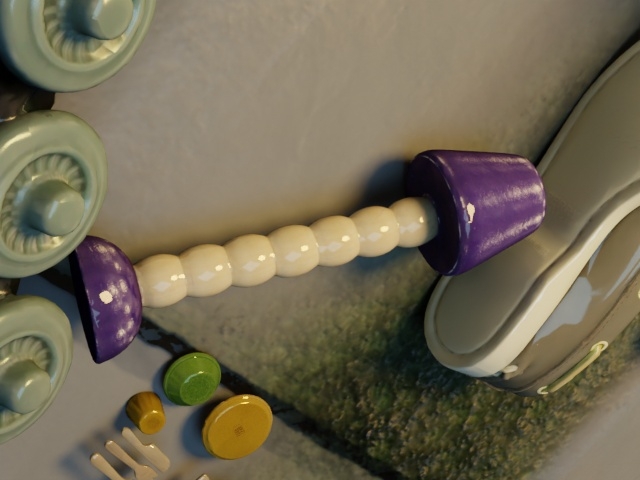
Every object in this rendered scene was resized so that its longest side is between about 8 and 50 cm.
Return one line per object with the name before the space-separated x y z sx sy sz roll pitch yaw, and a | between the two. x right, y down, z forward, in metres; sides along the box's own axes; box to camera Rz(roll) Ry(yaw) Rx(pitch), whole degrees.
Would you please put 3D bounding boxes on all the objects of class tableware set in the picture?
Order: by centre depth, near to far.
tableware set | -0.071 0.142 0.656 0.104 0.024 0.154 -41 124 -5

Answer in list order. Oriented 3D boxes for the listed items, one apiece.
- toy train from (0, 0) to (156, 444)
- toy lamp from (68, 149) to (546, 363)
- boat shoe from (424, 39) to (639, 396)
toy train | -0.189 -0.031 0.406 0.190 0.142 0.334 -13 127 -52
toy lamp | 0.000 0.000 0.580 0.275 0.080 0.080 -13 120 -19
boat shoe | 0.195 -0.024 0.645 0.091 0.109 0.305 32 105 -35
